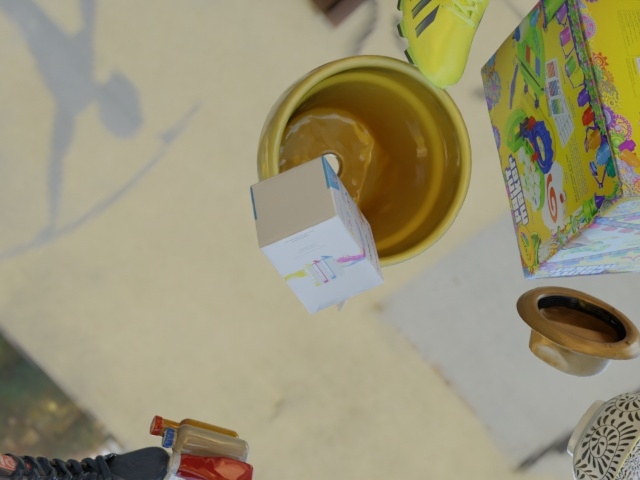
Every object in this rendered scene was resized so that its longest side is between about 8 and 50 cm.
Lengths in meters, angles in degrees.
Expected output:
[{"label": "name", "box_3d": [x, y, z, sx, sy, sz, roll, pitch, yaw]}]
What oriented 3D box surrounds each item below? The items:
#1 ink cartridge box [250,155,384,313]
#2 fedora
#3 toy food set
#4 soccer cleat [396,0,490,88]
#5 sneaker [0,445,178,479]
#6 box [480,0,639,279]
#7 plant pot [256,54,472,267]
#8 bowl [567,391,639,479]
[{"label": "ink cartridge box", "box_3d": [0.000, 0.000, 1.867, 0.090, 0.143, 0.092, -23, -133, 13]}, {"label": "fedora", "box_3d": [0.363, 0.140, 2.539, 0.194, 0.194, 0.079, -56, 167, -63]}, {"label": "toy food set", "box_3d": [-0.145, 0.293, 2.015, 0.111, 0.104, 0.232, 126, -24, -50]}, {"label": "soccer cleat", "box_3d": [0.167, -0.300, 2.058, 0.121, 0.093, 0.289, -20, -139, 37]}, {"label": "sneaker", "box_3d": [-0.338, 0.287, 2.042, 0.350, 0.148, 0.131, -21, -159, -14]}, {"label": "box", "box_3d": [0.344, -0.137, 2.120, 0.177, 0.290, 0.279, -3, 161, -20]}, {"label": "plant pot", "box_3d": [0.033, -0.096, 2.205, 0.254, 0.254, 0.239, -44, -170, -9]}, {"label": "bowl", "box_3d": [0.345, 0.239, 2.102, 0.170, 0.080, 0.170, -45, 155, -29]}]
